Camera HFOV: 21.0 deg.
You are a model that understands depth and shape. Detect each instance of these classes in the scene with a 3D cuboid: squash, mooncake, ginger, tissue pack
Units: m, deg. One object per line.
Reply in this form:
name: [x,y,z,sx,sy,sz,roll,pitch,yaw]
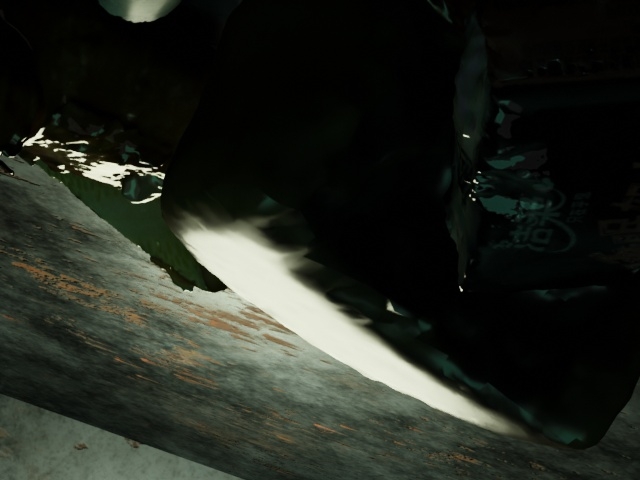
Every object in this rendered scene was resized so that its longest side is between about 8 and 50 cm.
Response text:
squash: [-0.198,-0.038,1.780,0.252,0.170,0.093,1,-162,38]
mooncake: [0.080,-0.030,1.345,0.393,0.246,0.394,19,161,16]
ginger: [-0.245,-0.123,1.423,0.418,0.254,0.176,27,162,-37]
tissue pack: [0.245,-0.075,1.107,0.332,0.123,0.245,-4,146,-4]

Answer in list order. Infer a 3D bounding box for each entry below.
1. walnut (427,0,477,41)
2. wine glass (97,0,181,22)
walnut: [0.109,-0.188,1.102,0.115,0.116,0.207,16,161,8]
wine glass: [-0.112,-0.231,1.206,0.103,0.103,0.222,22,160,-10]
